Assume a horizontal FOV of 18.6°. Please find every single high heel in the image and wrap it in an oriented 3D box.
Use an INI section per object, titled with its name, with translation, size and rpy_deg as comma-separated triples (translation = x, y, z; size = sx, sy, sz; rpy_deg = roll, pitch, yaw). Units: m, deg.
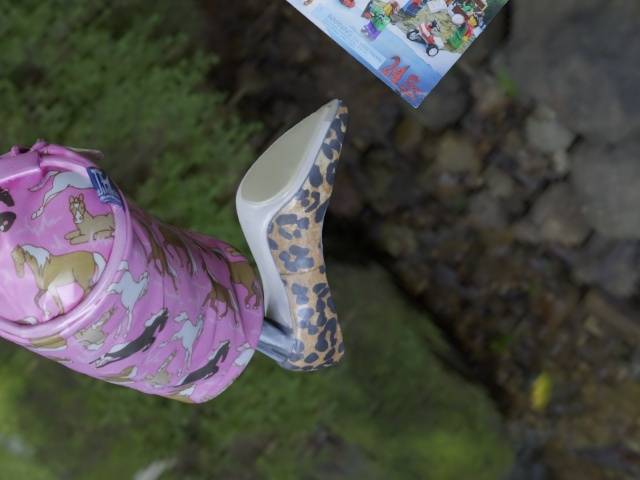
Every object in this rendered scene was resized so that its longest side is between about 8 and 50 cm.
[high heel]
translation = 0.000, 0.000, 1.948
size = 0.186, 0.261, 0.093
rpy_deg = 28, -176, -35

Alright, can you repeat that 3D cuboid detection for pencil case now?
[pencil case]
translation = -0.174, 0.036, 1.696
size = 0.160, 0.167, 0.386
rpy_deg = 32, 177, 21

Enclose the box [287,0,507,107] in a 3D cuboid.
[box]
translation = 0.040, -0.238, 1.553
size = 0.233, 0.159, 0.044
rpy_deg = 37, -172, -24
